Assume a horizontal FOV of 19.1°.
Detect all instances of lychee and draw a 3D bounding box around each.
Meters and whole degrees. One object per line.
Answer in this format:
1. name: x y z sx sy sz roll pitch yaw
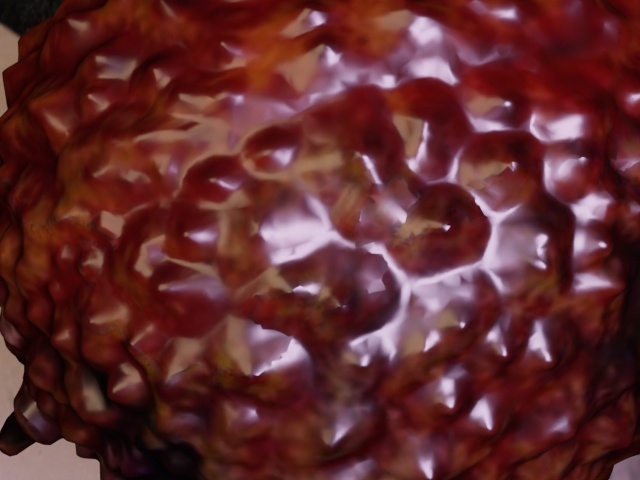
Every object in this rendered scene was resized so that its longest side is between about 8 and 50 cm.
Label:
1. lychee: 0.000 0.000 1.097 0.500 0.424 0.425 -25 65 17
